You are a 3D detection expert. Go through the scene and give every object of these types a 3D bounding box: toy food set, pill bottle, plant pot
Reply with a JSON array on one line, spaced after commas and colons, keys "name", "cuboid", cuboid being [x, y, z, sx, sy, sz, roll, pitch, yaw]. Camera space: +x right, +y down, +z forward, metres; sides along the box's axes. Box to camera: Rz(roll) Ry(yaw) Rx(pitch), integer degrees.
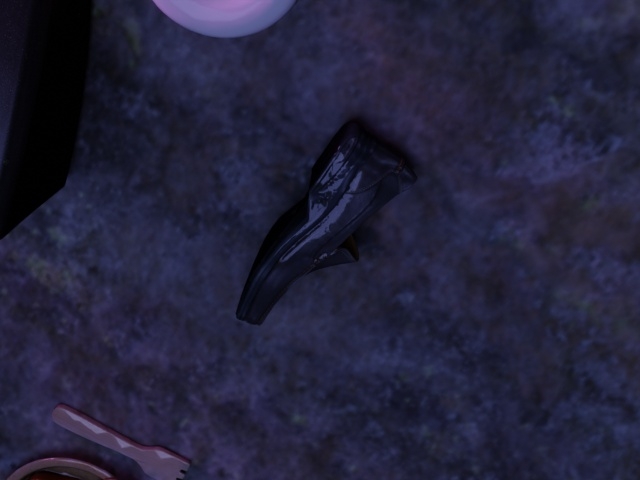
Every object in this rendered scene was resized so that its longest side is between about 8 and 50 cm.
[{"name": "toy food set", "cuboid": [-0.191, 0.226, 1.439, 0.132, 0.038, 0.192, 26, 117, -1]}, {"name": "pill bottle", "cuboid": [-0.042, -0.197, 1.127, 0.103, 0.184, 0.103, 4, 116, 9]}, {"name": "plant pot", "cuboid": [-0.247, -0.127, 1.212, 0.187, 0.188, 0.167, 22, 106, 1]}]

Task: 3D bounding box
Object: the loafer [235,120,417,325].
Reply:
[{"name": "loafer", "cuboid": [0.000, 0.000, 1.283, 0.061, 0.062, 0.170, 31, 118, -10]}]
